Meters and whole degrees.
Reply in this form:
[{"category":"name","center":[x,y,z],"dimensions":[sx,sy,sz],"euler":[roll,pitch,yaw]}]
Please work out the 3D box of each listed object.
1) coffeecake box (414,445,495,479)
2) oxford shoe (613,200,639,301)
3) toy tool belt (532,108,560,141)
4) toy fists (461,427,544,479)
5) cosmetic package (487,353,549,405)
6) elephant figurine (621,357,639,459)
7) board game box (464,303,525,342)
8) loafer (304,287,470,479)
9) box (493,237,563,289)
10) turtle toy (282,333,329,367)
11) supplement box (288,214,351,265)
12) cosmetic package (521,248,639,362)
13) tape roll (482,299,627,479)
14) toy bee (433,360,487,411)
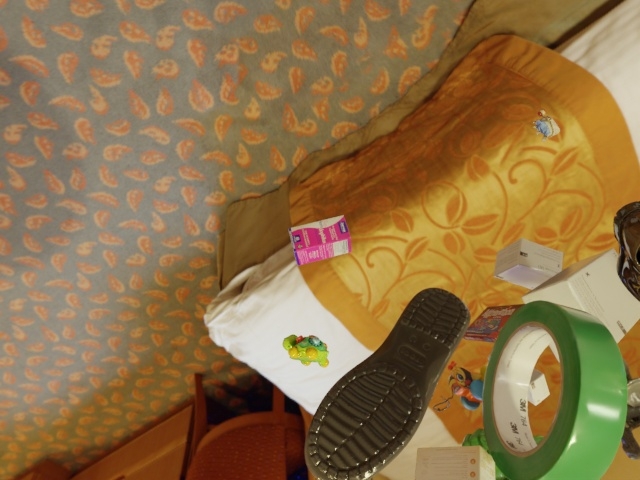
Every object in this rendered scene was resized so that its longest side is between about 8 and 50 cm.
[{"category":"coffeecake box","center":[0.252,0.500,0.826],"dimensions":[0.142,0.186,0.068],"euler":[-24,122,37]},{"category":"oxford shoe","center":[0.562,0.050,0.736],"dimensions":[0.082,0.096,0.227],"euler":[-26,117,21]},{"category":"toy tool belt","center":[0.617,-0.319,1.202],"dimensions":[0.051,0.052,0.083],"euler":[-31,82,3]},{"category":"toy fists","center":[0.483,0.556,1.092],"dimensions":[0.096,0.142,0.279],"euler":[13,162,-33]},{"category":"cosmetic package","center":[0.792,0.540,1.745],"dimensions":[0.085,0.231,0.117],"euler":[-31,113,-12]},{"category":"elephant figurine","center":[0.836,0.432,1.203],"dimensions":[0.239,0.169,0.186],"euler":[44,123,17]},{"category":"board game box","center":[0.560,0.268,1.404],"dimensions":[0.145,0.281,0.027],"euler":[-42,83,-9]},{"category":"loafer","center":[0.124,0.243,0.705],"dimensions":[0.366,0.133,0.130],"euler":[-42,149,-23]},{"category":"box","center":[0.818,0.097,1.713],"dimensions":[0.180,0.119,0.182],"euler":[19,158,-4]},{"category":"turtle toy","center":[-0.037,0.265,1.062],"dimensions":[0.130,0.066,0.095],"euler":[-2,150,26]},{"category":"supplement box","center":[0.000,0.000,1.652],"dimensions":[0.220,0.111,0.114],"euler":[-14,147,-4]},{"category":"cosmetic package","center":[0.796,0.182,1.290],"dimensions":[0.385,0.217,0.156],"euler":[-18,165,-38]},{"category":"tape roll","center":[0.402,0.273,0.785],"dimensions":[0.077,0.321,0.321],"euler":[16,121,0]},{"category":"toy bee","center":[0.528,0.500,1.532],"dimensions":[0.298,0.162,0.195],"euler":[21,128,-29]}]
